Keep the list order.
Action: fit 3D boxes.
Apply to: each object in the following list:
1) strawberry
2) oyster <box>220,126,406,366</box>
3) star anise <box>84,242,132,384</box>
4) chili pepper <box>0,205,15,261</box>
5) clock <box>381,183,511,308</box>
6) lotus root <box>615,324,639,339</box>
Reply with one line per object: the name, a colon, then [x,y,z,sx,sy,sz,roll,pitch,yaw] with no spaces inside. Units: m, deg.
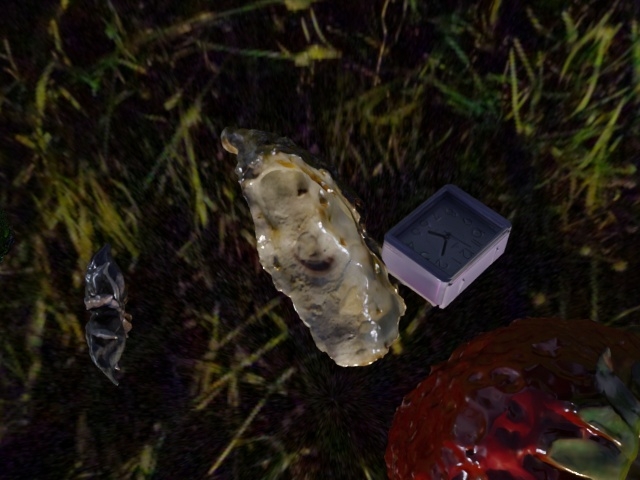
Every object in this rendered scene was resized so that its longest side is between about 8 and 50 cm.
strawberry: [0.167,0.177,0.737,0.258,0.277,0.257,1,86,-16]
oyster: [0.009,-0.020,1.347,0.111,0.204,0.396,-28,88,-44]
star anise: [-0.318,0.107,1.469,0.061,0.180,0.204,-6,92,-1]
chili pepper: [-0.351,-0.061,0.877,0.061,0.224,0.098,-4,55,20]
clock: [0.209,0.007,1.647,0.145,0.073,0.193,36,54,23]
lotus root: [0.557,0.294,1.895,0.251,0.346,0.250,17,62,-35]
